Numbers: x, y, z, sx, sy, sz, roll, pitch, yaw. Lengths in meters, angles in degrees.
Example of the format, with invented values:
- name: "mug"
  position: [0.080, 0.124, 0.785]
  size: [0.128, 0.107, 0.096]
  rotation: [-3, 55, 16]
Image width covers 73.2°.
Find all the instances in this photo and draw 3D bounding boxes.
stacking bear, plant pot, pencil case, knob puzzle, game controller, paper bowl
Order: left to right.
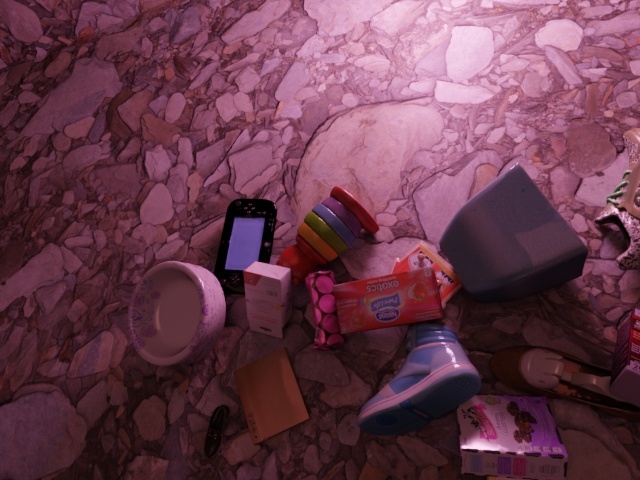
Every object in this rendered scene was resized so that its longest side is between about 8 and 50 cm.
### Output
- name: "paper bowl"
  position: [-0.392, 0.207, 1.227]
  size: [0.284, 0.148, 0.284]
  rotation: [-6, 76, 25]
- name: "game controller"
  position: [-0.229, 0.014, 1.335]
  size: [0.166, 0.067, 0.319]
  rotation: [-1, 66, 16]
- name: "stacking bear"
  position: [0.000, 0.000, 1.228]
  size: [0.289, 0.164, 0.175]
  rotation: [-47, 62, -2]
- name: "pencil case"
  position: [0.008, 0.185, 1.150]
  size: [0.098, 0.095, 0.209]
  rotation: [2, 66, -31]
- name: "knob puzzle"
  position: [0.263, 0.114, 1.162]
  size: [0.213, 0.030, 0.213]
  rotation: [-6, 65, 14]
- name: "plant pot"
  position: [0.441, 0.018, 1.045]
  size: [0.252, 0.247, 0.248]
  rotation: [-33, 60, 16]

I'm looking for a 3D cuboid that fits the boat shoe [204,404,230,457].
- name: "boat shoe"
  position: [-0.279, 0.503, 1.139]
  size: [0.048, 0.042, 0.133]
  rotation: [12, 71, 19]

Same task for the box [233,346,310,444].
- name: "box"
  position: [-0.133, 0.410, 1.149]
  size: [0.164, 0.021, 0.201]
  rotation: [-27, 61, 3]

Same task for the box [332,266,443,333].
- name: "box"
  position: [0.173, 0.155, 1.097]
  size: [0.256, 0.122, 0.128]
  rotation: [-12, 78, 14]

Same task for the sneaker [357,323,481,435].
- name: "sneaker"
  position: [0.217, 0.324, 1.043]
  size: [0.319, 0.127, 0.208]
  rotation: [-35, 31, 22]

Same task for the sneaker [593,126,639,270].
- name: "sneaker"
  position: [0.769, -0.101, 1.059]
  size: [0.182, 0.158, 0.411]
  rotation: [-12, 57, 31]

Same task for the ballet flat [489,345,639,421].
- name: "ballet flat"
  position: [0.552, 0.302, 0.935]
  size: [0.342, 0.124, 0.116]
  rotation: [16, 73, 23]

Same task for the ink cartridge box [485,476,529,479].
- name: "ink cartridge box"
  position: [0.408, 0.506, 0.919]
  size: [0.104, 0.061, 0.181]
  rotation: [-4, 65, 15]

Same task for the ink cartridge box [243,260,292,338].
- name: "ink cartridge box"
  position: [-0.143, 0.167, 1.203]
  size: [0.115, 0.198, 0.067]
  rotation: [11, 28, 21]

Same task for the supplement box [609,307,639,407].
- name: "supplement box"
  position: [0.682, 0.247, 0.877]
  size: [0.130, 0.073, 0.239]
  rotation: [27, 36, 25]

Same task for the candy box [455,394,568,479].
- name: "candy box"
  position: [0.392, 0.410, 0.914]
  size: [0.196, 0.070, 0.165]
  rotation: [-4, 22, 15]
